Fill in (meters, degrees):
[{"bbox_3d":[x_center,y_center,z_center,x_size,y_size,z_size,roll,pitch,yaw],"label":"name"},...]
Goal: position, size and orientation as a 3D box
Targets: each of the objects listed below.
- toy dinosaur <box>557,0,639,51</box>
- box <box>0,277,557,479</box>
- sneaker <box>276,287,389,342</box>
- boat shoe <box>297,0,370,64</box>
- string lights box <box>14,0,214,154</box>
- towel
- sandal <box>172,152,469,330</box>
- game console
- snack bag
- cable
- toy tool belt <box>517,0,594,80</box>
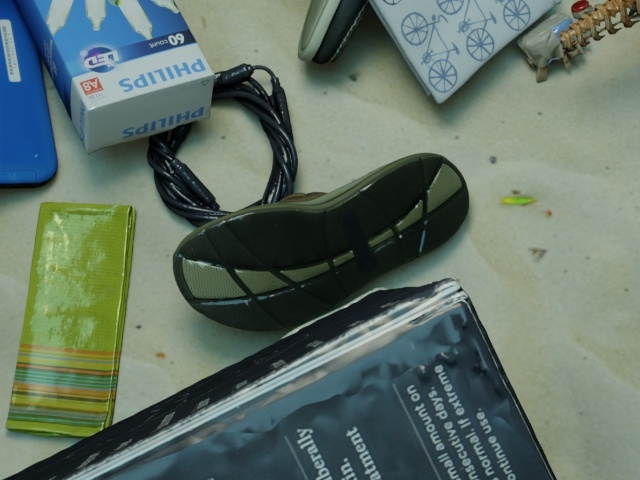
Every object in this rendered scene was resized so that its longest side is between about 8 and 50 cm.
[{"bbox_3d":[0.381,-0.266,1.445,0.322,0.218,0.164,-4,73,3],"label":"toy dinosaur"},{"bbox_3d":[-0.073,0.262,1.151,0.472,0.480,0.297,-25,89,-4],"label":"box"},{"bbox_3d":[0.021,0.115,1.435,0.152,0.058,0.084,-28,64,-11],"label":"sneaker"},{"bbox_3d":[0.088,-0.314,1.538,0.113,0.127,0.340,28,74,-13],"label":"boat shoe"},{"bbox_3d":[-0.219,-0.221,1.513,0.133,0.076,0.259,-19,62,-20],"label":"string lights box"},{"bbox_3d":[-0.244,0.075,1.487,0.102,0.021,0.237,3,73,4],"label":"towel"},{"bbox_3d":[0.002,0.001,1.462,0.303,0.086,0.120,-19,104,-19],"label":"sandal"},{"bbox_3d":[-0.435,-0.159,1.573,0.250,0.173,0.293,-3,70,-29],"label":"game console"},{"bbox_3d":[0.152,-0.359,1.477,0.342,0.037,0.323,-41,113,-17],"label":"snack bag"},{"bbox_3d":[-0.099,-0.086,1.514,0.151,0.047,0.184,-10,73,1],"label":"cable"},{"bbox_3d":[0.244,-0.201,1.529,0.083,0.052,0.051,-33,118,-6],"label":"toy tool belt"}]
